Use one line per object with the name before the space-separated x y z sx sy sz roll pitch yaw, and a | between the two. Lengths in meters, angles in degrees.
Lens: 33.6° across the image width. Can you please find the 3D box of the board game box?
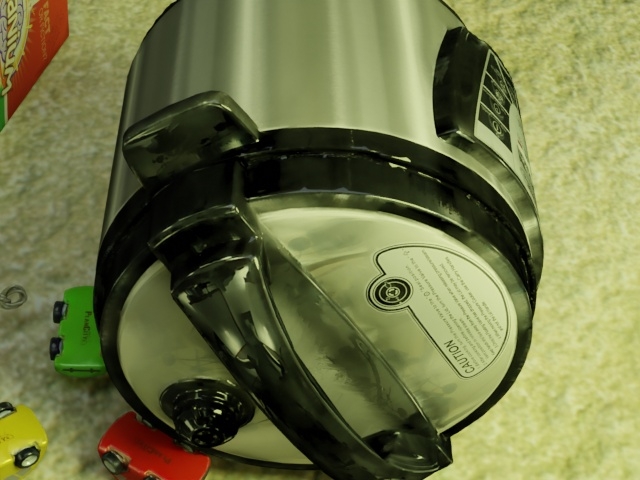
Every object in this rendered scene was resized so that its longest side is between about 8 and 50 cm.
board game box | -0.370 -0.233 1.152 0.064 0.242 0.317 17 49 4

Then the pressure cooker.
pressure cooker | -0.004 0.003 0.920 0.369 0.376 0.420 13 43 -13

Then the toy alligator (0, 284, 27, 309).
toy alligator | -0.380 0.063 1.023 0.189 0.056 0.051 -8 11 -16

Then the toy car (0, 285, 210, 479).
toy car | -0.220 0.143 0.976 0.239 0.053 0.225 3 49 -7
